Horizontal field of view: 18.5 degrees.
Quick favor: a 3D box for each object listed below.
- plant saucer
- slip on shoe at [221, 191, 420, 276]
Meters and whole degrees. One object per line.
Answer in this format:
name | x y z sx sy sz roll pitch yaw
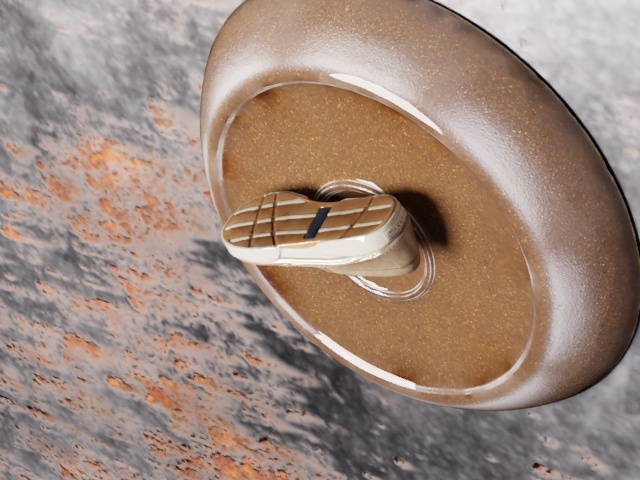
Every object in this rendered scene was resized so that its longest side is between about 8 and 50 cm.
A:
plant saucer | 0.042 -0.011 1.164 0.310 0.050 0.310 25 140 24
slip on shoe | 0.000 0.000 1.137 0.135 0.051 0.041 -4 134 39
